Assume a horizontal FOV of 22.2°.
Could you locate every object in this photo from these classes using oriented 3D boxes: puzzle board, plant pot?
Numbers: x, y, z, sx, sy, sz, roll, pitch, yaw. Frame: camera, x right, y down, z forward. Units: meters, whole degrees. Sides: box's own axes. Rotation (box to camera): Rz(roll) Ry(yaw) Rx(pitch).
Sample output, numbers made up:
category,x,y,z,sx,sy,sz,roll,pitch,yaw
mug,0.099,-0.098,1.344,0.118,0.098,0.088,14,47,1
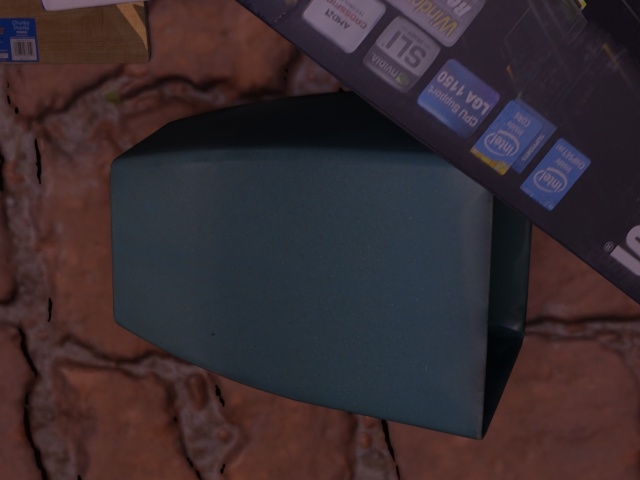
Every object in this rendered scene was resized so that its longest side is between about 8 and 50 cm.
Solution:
category,x,y,z,sx,sy,sz,roll,pitch,yaw
puzzle board,-0.173,-0.161,1.041,0.128,0.011,0.096,1,109,12
plant pot,0.000,0.000,0.981,0.234,0.166,0.166,5,109,14

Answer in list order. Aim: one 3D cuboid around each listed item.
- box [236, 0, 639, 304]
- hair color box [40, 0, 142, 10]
category,x,y,z,sx,sy,sz,roll,pitch,yaw
box,0.162,-0.160,0.780,0.395,0.097,0.318,35,99,-29
hair color box,-0.008,-0.244,0.887,0.338,0.110,0.185,-3,120,19
